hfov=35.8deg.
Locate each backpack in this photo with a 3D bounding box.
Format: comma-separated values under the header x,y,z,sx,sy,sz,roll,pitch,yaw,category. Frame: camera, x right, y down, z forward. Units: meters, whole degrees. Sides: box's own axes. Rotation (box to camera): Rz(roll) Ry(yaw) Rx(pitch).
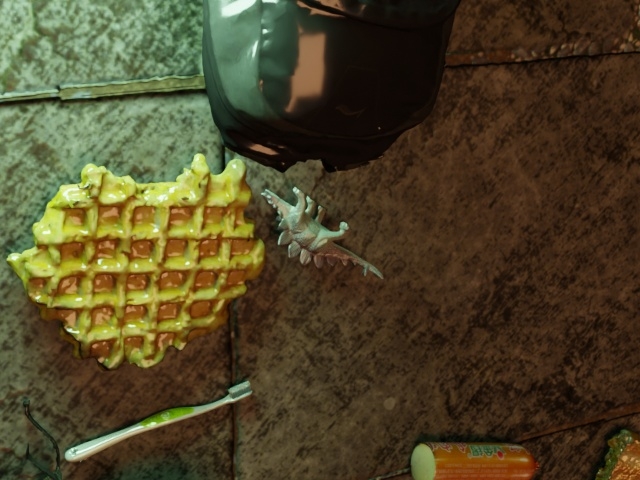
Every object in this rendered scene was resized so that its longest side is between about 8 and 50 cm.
x,y,z,sx,sy,sz,roll,pitch,yaw,category
0.011,-0.290,1.066,0.363,0.255,0.446,5,95,-30,backpack

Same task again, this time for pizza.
x,y,z,sx,sy,sz,roll,pitch,yaw,category
0.531,0.439,1.767,0.199,0.062,0.188,-39,111,1,pizza

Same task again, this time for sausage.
x,y,z,sx,sy,sz,roll,pitch,yaw,category
0.258,0.358,1.583,0.234,0.071,0.071,6,109,-29,sausage

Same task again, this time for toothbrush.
x,y,z,sx,sy,sz,roll,pitch,yaw,category
-0.212,0.244,1.323,0.263,0.022,0.026,-20,134,-19,toothbrush

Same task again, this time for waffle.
x,y,z,sx,sy,sz,roll,pitch,yaw,category
-0.212,0.019,1.202,0.300,0.058,0.282,-25,122,-17,waffle

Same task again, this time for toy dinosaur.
x,y,z,sx,sy,sz,roll,pitch,yaw,category
0.000,-0.001,1.308,0.209,0.039,0.082,34,98,-23,toy dinosaur

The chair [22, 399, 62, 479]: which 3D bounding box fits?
x,y,z,sx,sy,sz,roll,pitch,yaw,category
-0.363,0.338,1.205,0.149,0.174,0.213,-30,112,-7,chair
